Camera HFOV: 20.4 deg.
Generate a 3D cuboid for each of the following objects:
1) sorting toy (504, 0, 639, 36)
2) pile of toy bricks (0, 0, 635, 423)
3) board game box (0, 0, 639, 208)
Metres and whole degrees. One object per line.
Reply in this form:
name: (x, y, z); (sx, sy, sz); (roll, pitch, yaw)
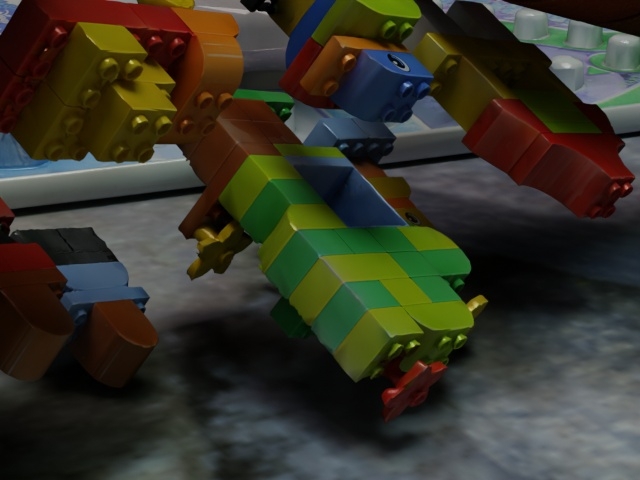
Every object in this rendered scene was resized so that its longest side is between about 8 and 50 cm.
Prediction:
sorting toy: (0.040, -0.131, 0.632); (0.126, 0.127, 0.365); (37, -3, -34)
pile of toy bricks: (0.000, 0.000, 0.460); (0.105, 0.118, 0.212); (48, 28, 24)
board game box: (-0.043, -0.121, 0.774); (0.390, 0.050, 0.390); (-8, 24, -20)
